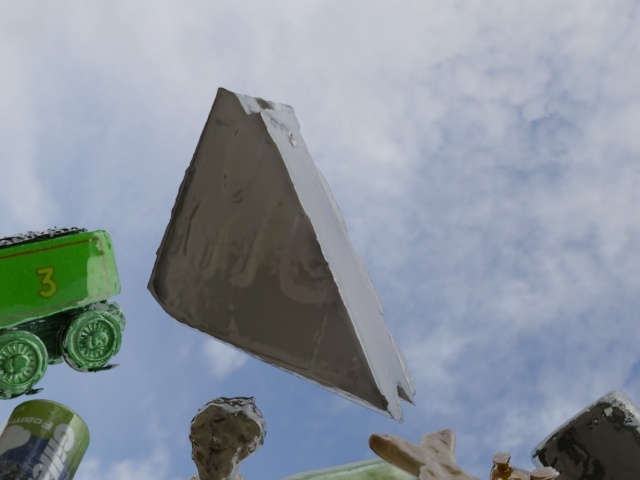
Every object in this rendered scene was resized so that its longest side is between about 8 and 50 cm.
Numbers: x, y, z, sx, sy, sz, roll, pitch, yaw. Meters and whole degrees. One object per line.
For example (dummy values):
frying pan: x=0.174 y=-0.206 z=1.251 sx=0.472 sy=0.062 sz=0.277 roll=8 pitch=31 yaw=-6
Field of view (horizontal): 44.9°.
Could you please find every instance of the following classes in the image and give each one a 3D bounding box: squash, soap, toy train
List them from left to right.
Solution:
toy train: x=-0.361 y=0.085 z=0.957 sx=0.132 sy=0.243 sz=0.188 roll=-3 pitch=-80 yaw=47
soap: x=0.000 y=0.000 z=0.784 sx=0.302 sy=0.159 sz=0.258 roll=22 pitch=-89 yaw=18
squash: x=0.047 y=0.474 z=1.459 sx=0.107 sy=0.395 sz=0.107 roll=0 pitch=-90 yaw=52

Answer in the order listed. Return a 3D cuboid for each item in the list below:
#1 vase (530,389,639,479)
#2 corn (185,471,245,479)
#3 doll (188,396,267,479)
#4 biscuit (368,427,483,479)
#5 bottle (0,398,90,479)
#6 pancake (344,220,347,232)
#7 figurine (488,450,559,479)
vase: x=0.472 y=0.379 z=1.136 sx=0.245 sy=0.245 sz=0.291 roll=-46 pitch=-117 yaw=23
corn: x=-0.203 y=0.435 z=1.266 sx=0.097 sy=0.261 sz=0.097 roll=2 pitch=-85 yaw=27
doll: x=-0.076 y=0.255 z=0.492 sx=0.203 sy=0.091 sz=0.286 roll=129 pitch=-35 yaw=-58
biscuit: x=0.184 y=0.370 z=1.233 sx=0.208 sy=0.164 sz=0.047 roll=-137 pitch=-126 yaw=-63
bottle: x=-0.313 y=0.293 z=0.711 sx=0.093 sy=0.330 sz=0.093 roll=3 pitch=-57 yaw=5
pancake: x=-0.015 y=-0.022 z=1.146 sx=0.115 sy=0.115 sz=0.011 roll=49 pitch=-38 yaw=19
figurine: x=0.246 y=0.372 z=0.981 sx=0.121 sy=0.122 sz=0.176 roll=6 pitch=-63 yaw=41
